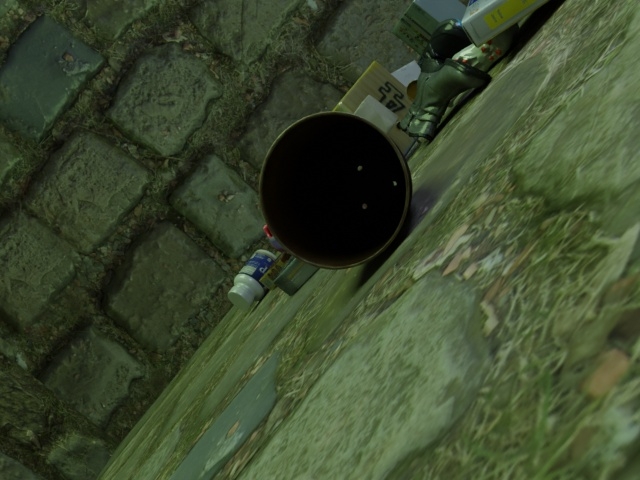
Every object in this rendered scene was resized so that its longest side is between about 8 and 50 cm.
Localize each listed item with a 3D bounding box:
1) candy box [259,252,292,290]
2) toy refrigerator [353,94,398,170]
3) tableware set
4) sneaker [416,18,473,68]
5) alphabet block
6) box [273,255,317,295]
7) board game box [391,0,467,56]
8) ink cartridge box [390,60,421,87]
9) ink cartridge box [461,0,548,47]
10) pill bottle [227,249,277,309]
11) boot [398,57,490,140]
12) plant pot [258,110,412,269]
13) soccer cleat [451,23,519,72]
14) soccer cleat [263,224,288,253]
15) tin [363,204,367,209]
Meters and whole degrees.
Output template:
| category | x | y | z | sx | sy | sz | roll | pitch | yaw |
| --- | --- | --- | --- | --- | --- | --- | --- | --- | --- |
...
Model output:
| category | x | y | z | sx | sy | sz | roll | pitch | yaw |
| --- | --- | --- | --- | --- | --- | --- | --- | --- | --- |
| candy box | -0.107 | 0.069 | 2.312 | 0.109 | 0.053 | 0.187 | -54 | 4 | -32 |
| toy refrigerator | 0.053 | -0.190 | 1.731 | 0.270 | 0.094 | 0.102 | -53 | 3 | 22 |
| tableware set | 0.220 | -0.291 | 1.648 | 0.154 | 0.104 | 0.024 | -51 | 6 | 14 |
| sneaker | 0.323 | -0.468 | 2.126 | 0.341 | 0.125 | 0.140 | 123 | 171 | -62 |
| alphabet block | 0.124 | -0.276 | 1.881 | 0.193 | 0.197 | 0.192 | -54 | 5 | -35 |
| box | 0.000 | 0.000 | 1.779 | 0.183 | 0.056 | 0.231 | -46 | 6 | 43 |
| board game box | 0.361 | -0.651 | 2.388 | 0.098 | 0.224 | 0.303 | -52 | 5 | -7 |
| ink cartridge box | 0.234 | -0.370 | 1.999 | 0.090 | 0.143 | 0.092 | -34 | -2 | -22 |
| ink cartridge box | 0.412 | -0.490 | 1.436 | 0.307 | 0.072 | 0.304 | -28 | 13 | 23 |
| pill bottle | -0.213 | 0.130 | 2.495 | 0.187 | 0.112 | 0.112 | -54 | 6 | -34 |
| boot | 0.240 | -0.269 | 1.525 | 0.246 | 0.083 | 0.161 | -138 | 67 | -71 |
| plant pot | 0.051 | -0.080 | 1.161 | 0.215 | 0.215 | 0.230 | -49 | -10 | 17 |
| soccer cleat | 0.328 | -0.375 | 1.548 | 0.076 | 0.068 | 0.196 | -44 | 8 | -20 |
| soccer cleat | -0.076 | -0.012 | 2.135 | 0.083 | 0.095 | 0.248 | -52 | 21 | -20 |
| tin | 0.095 | -0.091 | 1.708 | 0.106 | 0.040 | 0.190 | -41 | 10 | 42 |
